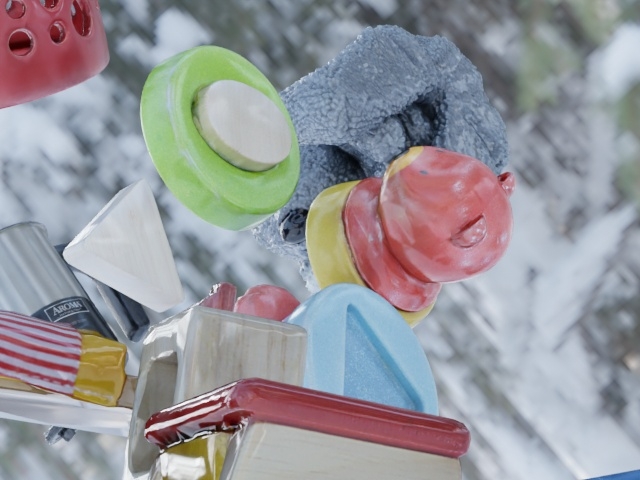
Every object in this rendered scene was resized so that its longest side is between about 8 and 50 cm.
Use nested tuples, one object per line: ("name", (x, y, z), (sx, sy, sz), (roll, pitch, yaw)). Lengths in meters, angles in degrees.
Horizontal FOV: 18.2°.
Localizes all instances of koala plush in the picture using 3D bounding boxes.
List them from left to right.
("koala plush", (0.024, -0.054, 1.640), (0.221, 0.196, 0.203), (-38, 13, 37))

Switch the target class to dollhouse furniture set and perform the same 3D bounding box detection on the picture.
("dollhouse furniture set", (-0.107, 0.059, 0.658), (0.374, 0.201, 0.152), (150, 129, -68))

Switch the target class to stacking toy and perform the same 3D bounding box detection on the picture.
("stacking toy", (0.000, 0.000, 1.325), (0.130, 0.279, 0.309), (-26, 27, 36))

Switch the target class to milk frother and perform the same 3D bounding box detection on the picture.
("milk frother", (-0.224, 0.080, 1.620), (0.129, 0.135, 0.143), (-4, -38, -52))

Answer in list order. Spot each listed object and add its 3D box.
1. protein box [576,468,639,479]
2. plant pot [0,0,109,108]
("protein box", (0.290, 0.291, 1.569), (0.201, 0.200, 0.136), (-11, -47, 6))
("plant pot", (-0.276, -0.204, 1.594), (0.191, 0.174, 0.191), (-9, 16, 3))
